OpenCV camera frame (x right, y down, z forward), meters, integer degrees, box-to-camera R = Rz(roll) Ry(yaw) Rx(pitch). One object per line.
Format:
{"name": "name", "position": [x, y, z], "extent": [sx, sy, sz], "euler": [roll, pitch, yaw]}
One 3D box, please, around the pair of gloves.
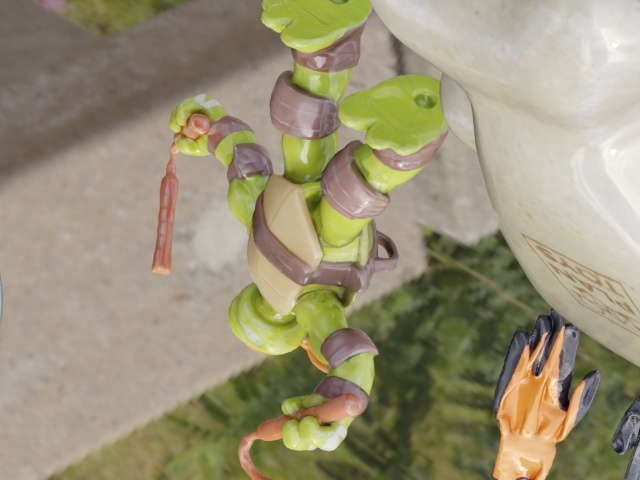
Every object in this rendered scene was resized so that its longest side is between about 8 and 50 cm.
{"name": "pair of gloves", "position": [0.105, 0.063, 0.651], "extent": [0.083, 0.010, 0.074], "euler": [13, 114, 4]}

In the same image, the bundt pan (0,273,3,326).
{"name": "bundt pan", "position": [-0.297, 0.028, 0.722], "extent": [0.331, 0.124, 0.330], "euler": [0, 93, -6]}

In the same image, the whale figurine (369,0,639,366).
{"name": "whale figurine", "position": [0.123, -0.035, 0.509], "extent": [0.141, 0.216, 0.272], "euler": [-55, 133, -4]}

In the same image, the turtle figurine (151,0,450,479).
{"name": "turtle figurine", "position": [0.000, 0.000, 0.859], "extent": [0.087, 0.269, 0.217], "euler": [-4, 140, -24]}
